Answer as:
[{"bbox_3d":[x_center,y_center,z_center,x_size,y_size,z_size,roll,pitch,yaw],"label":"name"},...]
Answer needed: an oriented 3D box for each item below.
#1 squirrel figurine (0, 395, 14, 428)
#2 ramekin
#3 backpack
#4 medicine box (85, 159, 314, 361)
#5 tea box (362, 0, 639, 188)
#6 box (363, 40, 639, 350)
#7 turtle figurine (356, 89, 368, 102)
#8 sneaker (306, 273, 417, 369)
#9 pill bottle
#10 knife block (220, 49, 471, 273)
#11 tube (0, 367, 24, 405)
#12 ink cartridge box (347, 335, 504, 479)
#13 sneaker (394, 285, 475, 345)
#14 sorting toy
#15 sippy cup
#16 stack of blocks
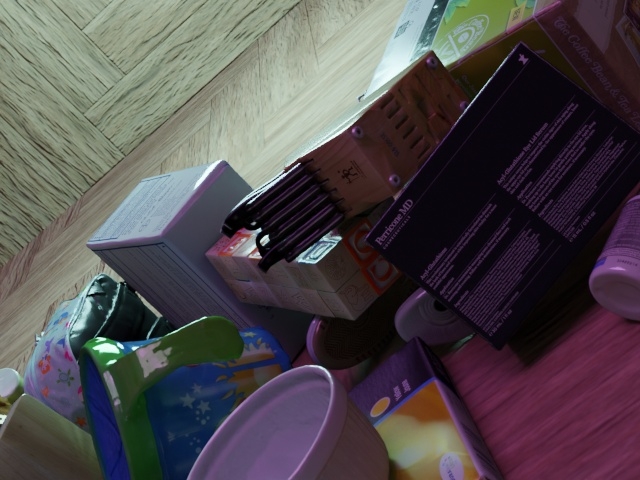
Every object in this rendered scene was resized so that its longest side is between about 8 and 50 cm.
[{"bbox_3d":[-0.459,0.380,1.589,0.281,0.370,0.397,-42,-8,8],"label":"squirrel figurine"},{"bbox_3d":[-0.029,0.234,1.141,0.207,0.109,0.207,-39,20,17],"label":"ramekin"},{"bbox_3d":[-0.328,0.201,1.770,0.191,0.225,0.253,-39,19,17],"label":"backpack"},{"bbox_3d":[-0.157,0.036,1.709,0.149,0.263,0.289,-53,23,-22],"label":"medicine box"},{"bbox_3d":[0.257,-0.228,1.500,0.323,0.220,0.329,-28,26,35],"label":"tea box"},{"bbox_3d":[0.201,-0.046,1.232,0.261,0.184,0.103,-52,-7,10],"label":"box"},{"bbox_3d":[0.078,-0.136,1.806,0.234,0.118,0.175,-59,6,4],"label":"turtle figurine"},{"bbox_3d":[0.039,0.062,1.529,0.153,0.099,0.282,-13,33,50],"label":"sneaker"},{"bbox_3d":[0.322,0.004,1.148,0.078,0.078,0.137,-14,37,53],"label":"pill bottle"},{"bbox_3d":[0.017,-0.081,1.335,0.242,0.088,0.276,-25,16,49],"label":"knife block"},{"bbox_3d":[-0.452,0.292,1.859,0.070,0.240,0.062,-23,46,-3],"label":"tube"},{"bbox_3d":[0.030,0.271,1.204,0.307,0.072,0.303,-40,21,7],"label":"ink cartridge box"},{"bbox_3d":[0.178,0.036,1.369,0.217,0.079,0.121,-33,19,7],"label":"sneaker"},{"bbox_3d":[-0.318,0.360,1.422,0.089,0.257,0.255,-42,19,31],"label":"sorting toy"},{"bbox_3d":[-0.145,0.206,1.387,0.224,0.240,0.305,-15,2,-20],"label":"sippy cup"},{"bbox_3d":[0.000,0.000,1.457,0.171,0.087,0.297,-43,21,-21],"label":"stack of blocks"}]
